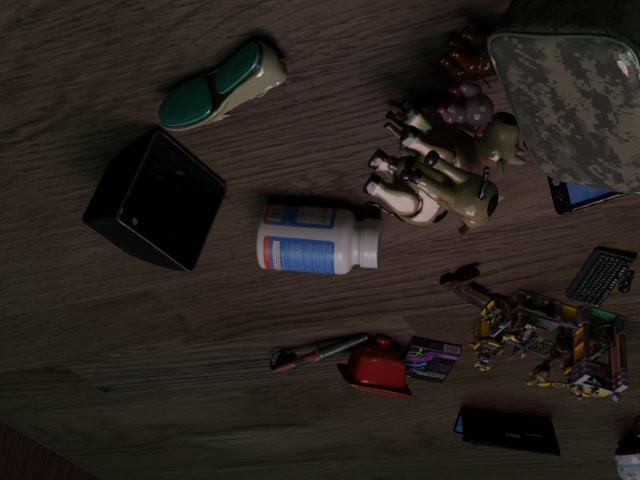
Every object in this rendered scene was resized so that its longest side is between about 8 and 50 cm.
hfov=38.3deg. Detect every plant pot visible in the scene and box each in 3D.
[{"bbox_3d":[-0.315,-0.062,1.662,0.167,0.187,0.188,-5,145,40],"label":"plant pot"}]

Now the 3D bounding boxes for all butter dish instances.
[{"bbox_3d":[0.132,0.277,2.105,0.160,0.118,0.160,13,-173,-10],"label":"butter dish"}]

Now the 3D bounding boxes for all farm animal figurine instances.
[{"bbox_3d":[0.194,-0.114,1.306,0.172,0.330,0.327,30,144,-12],"label":"farm animal figurine"}]

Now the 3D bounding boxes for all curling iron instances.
[{"bbox_3d":[-0.009,0.258,2.160,0.274,0.068,0.035,-20,135,28],"label":"curling iron"}]

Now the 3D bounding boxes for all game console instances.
[{"bbox_3d":[0.416,-0.120,1.478,0.144,0.124,0.085,-20,163,37],"label":"game console"}]

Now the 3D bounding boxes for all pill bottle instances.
[{"bbox_3d":[0.000,0.000,1.714,0.221,0.124,0.124,5,146,8],"label":"pill bottle"}]

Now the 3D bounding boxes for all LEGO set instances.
[{"bbox_3d":[0.475,0.252,1.906,0.331,0.192,0.255,21,144,-17],"label":"LEGO set"}]

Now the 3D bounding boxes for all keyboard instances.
[{"bbox_3d":[0.555,0.076,1.783,0.108,0.023,0.180,10,147,-1],"label":"keyboard"}]

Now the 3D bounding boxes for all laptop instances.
[{"bbox_3d":[0.464,0.510,2.336,0.234,0.264,0.136,6,109,4],"label":"laptop"}]

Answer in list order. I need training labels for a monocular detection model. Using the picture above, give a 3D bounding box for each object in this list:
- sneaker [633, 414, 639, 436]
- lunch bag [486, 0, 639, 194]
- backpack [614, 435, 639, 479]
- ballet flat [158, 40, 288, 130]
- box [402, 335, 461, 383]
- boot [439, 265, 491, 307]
[{"bbox_3d":[0.825,0.443,2.222,0.075,0.057,0.161,23,141,-9],"label":"sneaker"},{"bbox_3d":[0.375,-0.239,1.161,0.212,0.256,0.305,15,154,41],"label":"lunch bag"},{"bbox_3d":[0.801,0.541,2.272,0.152,0.115,0.182,-23,169,33],"label":"backpack"},{"bbox_3d":[-0.151,-0.231,1.460,0.248,0.086,0.086,-22,135,36],"label":"ballet flat"},{"bbox_3d":[0.251,0.282,2.151,0.116,0.029,0.162,11,147,-3],"label":"box"},{"bbox_3d":[0.313,0.097,1.857,0.114,0.037,0.106,35,152,-27],"label":"boot"}]
